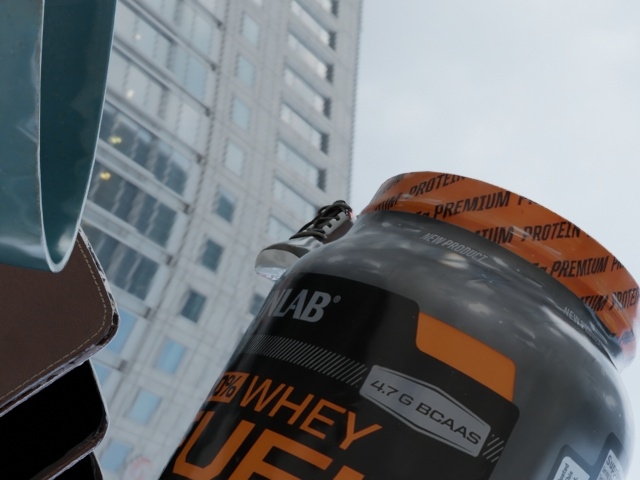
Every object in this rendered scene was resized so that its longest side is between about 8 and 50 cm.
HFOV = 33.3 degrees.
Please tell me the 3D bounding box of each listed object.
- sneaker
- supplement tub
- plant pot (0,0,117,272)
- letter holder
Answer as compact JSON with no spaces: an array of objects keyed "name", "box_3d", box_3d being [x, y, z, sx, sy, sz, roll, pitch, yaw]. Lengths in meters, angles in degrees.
[{"name":"sneaker","box_3d":[0.000,0.000,0.814,0.061,0.158,0.065,5,-89,26]},{"name":"supplement tub","box_3d":[0.020,0.136,0.495,0.193,0.193,0.316,12,-117,40]},{"name":"plant pot","box_3d":[-0.196,-0.140,0.473,0.195,0.290,0.290,6,-117,-7]},{"name":"letter holder","box_3d":[-0.245,0.077,0.783,0.214,0.152,0.302,-35,-137,-9]}]
